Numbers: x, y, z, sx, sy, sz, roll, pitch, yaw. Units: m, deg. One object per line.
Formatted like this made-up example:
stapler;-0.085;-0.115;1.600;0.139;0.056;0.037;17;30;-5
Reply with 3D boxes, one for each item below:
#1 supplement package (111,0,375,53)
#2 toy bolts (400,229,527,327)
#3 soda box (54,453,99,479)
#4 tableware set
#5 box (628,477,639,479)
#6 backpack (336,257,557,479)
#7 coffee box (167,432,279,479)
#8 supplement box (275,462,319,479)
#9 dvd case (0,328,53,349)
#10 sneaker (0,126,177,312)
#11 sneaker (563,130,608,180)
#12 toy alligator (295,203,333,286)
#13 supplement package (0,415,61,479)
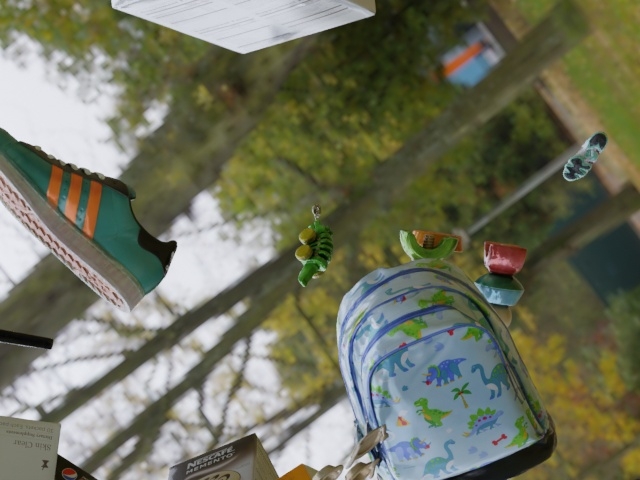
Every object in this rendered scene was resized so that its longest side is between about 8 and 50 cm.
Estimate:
supplement package;-0.093;-0.354;1.671;0.263;0.198;0.199;9;-109;-60
toy bolts;0.242;0.074;2.563;0.229;0.158;0.218;9;-177;4
soda box;-0.442;0.461;2.676;0.169;0.053;0.060;32;-142;4
tableware set;0.029;0.315;1.945;0.020;0.169;0.141;45;149;22
box;0.337;0.357;1.491;0.060;0.101;0.244;52;-146;-35
backpack;0.165;0.198;2.100;0.273;0.290;0.355;-84;-24;-75
coffee box;-0.157;0.447;2.334;0.297;0.168;0.118;-95;-20;-71
supplement box;-0.032;0.390;2.313;0.036;0.062;0.098;58;-174;22
dvd case;-0.578;0.149;2.395;0.180;0.022;0.253;15;171;-39
sneaker;-0.314;-0.050;1.871;0.302;0.121;0.108;45;158;-5
sneaker;0.441;-0.140;2.413;0.038;0.098;0.069;44;-165;4
toy alligator;0.000;0.000;2.425;0.056;0.051;0.189;55;-148;-35
supplement package;-0.487;0.293;1.841;0.262;0.145;0.204;11;164;-24
